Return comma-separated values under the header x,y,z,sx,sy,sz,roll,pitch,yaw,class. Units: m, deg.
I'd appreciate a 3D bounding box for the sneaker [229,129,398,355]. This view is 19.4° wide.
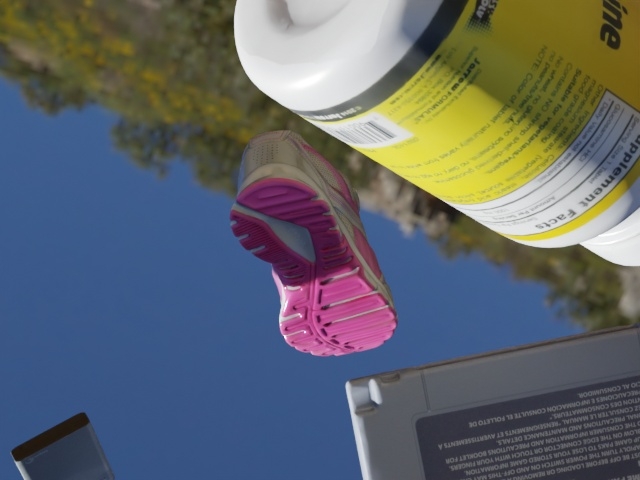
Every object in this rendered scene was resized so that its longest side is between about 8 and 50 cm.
x,y,z,sx,sy,sz,roll,pitch,yaw,class
0.000,0.000,1.583,0.103,0.252,0.111,-11,-133,11,sneaker

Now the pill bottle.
x,y,z,sx,sy,sz,roll,pitch,yaw,class
0.122,-0.110,1.235,0.334,0.188,0.188,29,-165,-36,pill bottle

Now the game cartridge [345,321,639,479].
x,y,z,sx,sy,sz,roll,pitch,yaw,class
0.181,0.178,1.481,0.294,0.196,0.060,-10,178,-2,game cartridge

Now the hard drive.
x,y,z,sx,sy,sz,roll,pitch,yaw,class
-0.294,0.256,2.147,0.094,0.135,0.022,-28,-125,-11,hard drive
